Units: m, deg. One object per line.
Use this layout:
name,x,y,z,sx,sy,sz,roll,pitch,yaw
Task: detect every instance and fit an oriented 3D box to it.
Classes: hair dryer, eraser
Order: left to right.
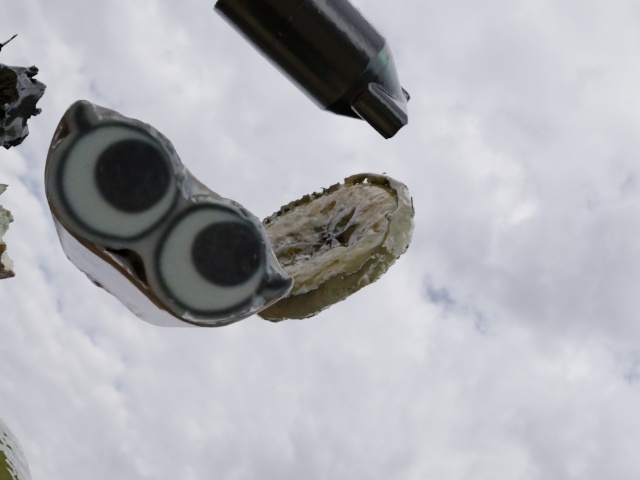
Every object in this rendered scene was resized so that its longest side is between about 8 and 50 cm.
eraser,-0.137,0.004,0.534,0.171,0.087,0.290,43,-18,-9
hair dryer,0.069,-0.285,0.750,0.244,0.116,0.302,39,-75,-16

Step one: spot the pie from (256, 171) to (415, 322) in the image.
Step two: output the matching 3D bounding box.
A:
pie,0.000,0.000,0.906,0.274,0.274,0.055,-4,-51,41

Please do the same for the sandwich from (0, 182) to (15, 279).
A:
sandwich,-0.520,0.006,0.938,0.220,0.186,0.108,-37,-123,45

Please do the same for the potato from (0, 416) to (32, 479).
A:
potato,-0.233,0.191,0.304,0.173,0.307,0.210,37,-66,-25

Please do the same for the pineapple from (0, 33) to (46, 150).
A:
pineapple,-0.205,-0.092,0.328,0.159,0.074,0.074,25,-50,13
